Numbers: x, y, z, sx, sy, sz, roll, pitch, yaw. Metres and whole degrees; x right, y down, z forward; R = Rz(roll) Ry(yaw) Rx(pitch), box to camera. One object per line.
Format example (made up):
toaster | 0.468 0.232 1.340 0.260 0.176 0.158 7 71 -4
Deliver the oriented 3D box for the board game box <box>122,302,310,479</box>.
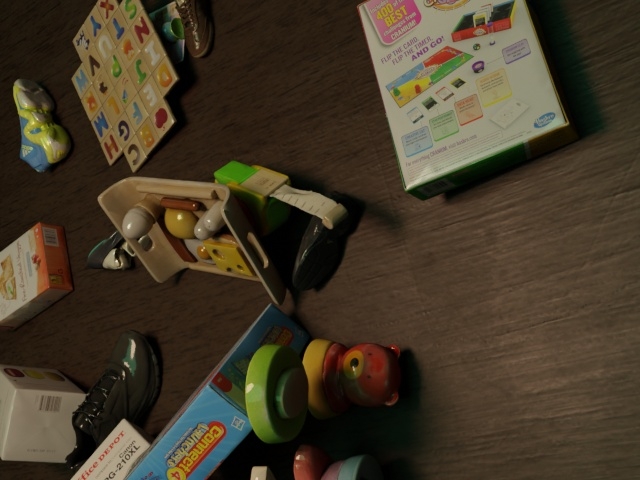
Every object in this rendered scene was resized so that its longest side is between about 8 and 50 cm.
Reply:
board game box | -0.171 0.275 1.294 0.086 0.308 0.302 40 112 -1

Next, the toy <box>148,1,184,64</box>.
toy | -0.368 -0.401 1.729 0.237 0.056 0.136 -10 75 37

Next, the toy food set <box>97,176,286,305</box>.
toy food set | -0.215 0.009 1.420 0.306 0.219 0.092 8 49 39

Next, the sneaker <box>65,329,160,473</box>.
sneaker | -0.386 0.305 1.568 0.109 0.130 0.286 10 87 39

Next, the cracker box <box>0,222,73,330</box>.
cracker box | -0.642 0.082 1.854 0.232 0.067 0.155 -31 63 31

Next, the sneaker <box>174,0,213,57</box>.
sneaker | -0.255 -0.443 1.635 0.066 0.071 0.188 -18 71 35

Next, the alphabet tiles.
alphabet tiles | -0.400 -0.325 1.713 0.285 0.011 0.342 -41 69 37

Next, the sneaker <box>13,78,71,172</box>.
sneaker | -0.649 -0.250 1.905 0.126 0.091 0.240 -47 58 24

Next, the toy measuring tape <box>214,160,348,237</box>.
toy measuring tape | -0.065 -0.046 1.375 0.330 0.121 0.121 23 97 45

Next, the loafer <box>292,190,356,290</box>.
loafer | 0.000 0.000 1.367 0.170 0.062 0.061 -61 30 8

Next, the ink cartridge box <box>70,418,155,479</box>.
ink cartridge box | -0.309 0.448 1.463 0.237 0.100 0.172 31 75 38

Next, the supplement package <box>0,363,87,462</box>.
supplement package | -0.563 0.332 1.656 0.244 0.139 0.133 8 87 59

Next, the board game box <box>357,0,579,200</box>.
board game box | 0.202 -0.246 1.214 0.242 0.064 0.316 -21 69 25

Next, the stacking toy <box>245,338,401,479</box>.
stacking toy | 0.021 0.272 1.158 0.131 0.279 0.308 -7 73 24

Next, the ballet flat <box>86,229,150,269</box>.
ballet flat | -0.383 0.012 1.659 0.203 0.074 0.074 -40 59 24
